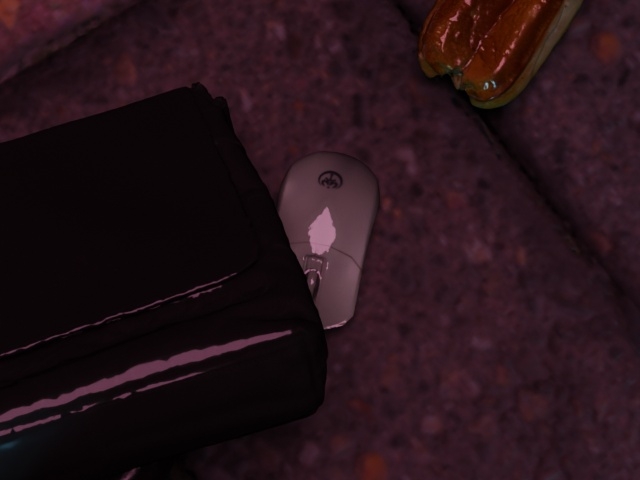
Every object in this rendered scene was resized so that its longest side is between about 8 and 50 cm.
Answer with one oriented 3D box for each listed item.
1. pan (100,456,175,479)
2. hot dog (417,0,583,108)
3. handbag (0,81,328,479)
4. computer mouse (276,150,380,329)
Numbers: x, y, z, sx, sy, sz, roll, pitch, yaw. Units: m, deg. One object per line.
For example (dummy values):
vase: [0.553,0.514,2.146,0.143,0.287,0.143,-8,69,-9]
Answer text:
pan: [-0.121,0.146,0.911,0.115,0.040,0.212,-14,73,0]
hot dog: [0.118,-0.151,1.004,0.071,0.045,0.165,31,75,11]
handbag: [-0.136,0.031,0.903,0.247,0.080,0.223,-17,43,-7]
computer mouse: [0.000,0.000,0.962,0.056,0.032,0.110,10,73,3]
